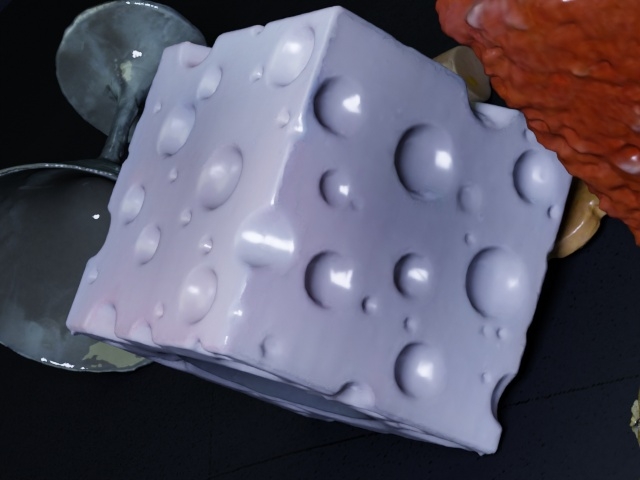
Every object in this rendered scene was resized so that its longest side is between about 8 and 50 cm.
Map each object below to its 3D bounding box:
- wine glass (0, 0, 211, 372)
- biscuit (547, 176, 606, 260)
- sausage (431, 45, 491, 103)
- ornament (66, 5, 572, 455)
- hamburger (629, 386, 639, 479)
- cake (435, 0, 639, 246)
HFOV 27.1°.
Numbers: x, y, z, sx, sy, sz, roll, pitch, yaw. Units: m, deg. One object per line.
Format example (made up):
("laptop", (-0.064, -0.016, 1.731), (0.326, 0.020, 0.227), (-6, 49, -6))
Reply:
("wine glass", (-0.233, -0.087, 1.455), (0.267, 0.267, 0.406), (-34, 29, 28))
("biscuit", (0.181, -0.041, 1.023), (0.250, 0.035, 0.162), (-44, 27, 12))
("sausage", (0.034, -0.108, 1.287), (0.301, 0.066, 0.066), (-24, 38, 42))
("ornament", (0.000, 0.000, 0.972), (0.240, 0.239, 0.239), (1, 69, 56))
("hamburger", (0.231, 0.094, 0.692), (0.185, 0.131, 0.159), (-47, 25, 14))
("cake", (0.276, -0.198, 0.832), (0.269, 0.270, 0.319), (-14, 43, 48))
